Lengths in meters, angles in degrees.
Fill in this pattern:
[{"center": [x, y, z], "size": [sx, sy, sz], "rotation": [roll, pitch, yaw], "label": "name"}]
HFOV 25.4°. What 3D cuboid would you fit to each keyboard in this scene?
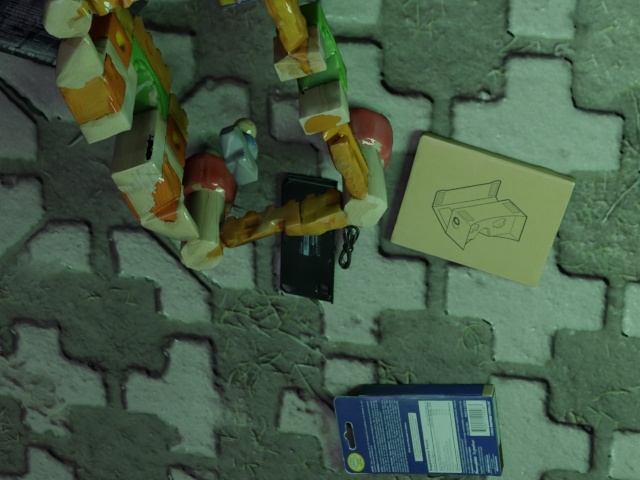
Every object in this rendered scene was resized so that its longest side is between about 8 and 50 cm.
[{"center": [0.000, 0.000, 1.892], "size": [0.108, 0.023, 0.180], "rotation": [11, 121, 17], "label": "keyboard"}]

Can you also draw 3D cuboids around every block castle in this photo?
[{"center": [-0.114, -0.201, 1.670], "size": [0.303, 0.213, 0.453], "rotation": [-16, 131, 12], "label": "block castle"}]

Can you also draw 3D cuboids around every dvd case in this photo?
[{"center": [-0.303, -0.298, 1.756], "size": [0.164, 0.018, 0.221], "rotation": [15, 135, -36], "label": "dvd case"}]

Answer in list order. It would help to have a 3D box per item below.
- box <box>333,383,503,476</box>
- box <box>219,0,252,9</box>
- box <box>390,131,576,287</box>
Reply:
[{"center": [0.137, 0.265, 1.987], "size": [0.225, 0.036, 0.136], "rotation": [-2, 117, 15], "label": "box"}, {"center": [-0.081, -0.405, 1.682], "size": [0.159, 0.044, 0.233], "rotation": [-11, 114, 21], "label": "box"}, {"center": [0.205, -0.038, 1.815], "size": [0.201, 0.021, 0.164], "rotation": [18, 121, 5], "label": "box"}]
